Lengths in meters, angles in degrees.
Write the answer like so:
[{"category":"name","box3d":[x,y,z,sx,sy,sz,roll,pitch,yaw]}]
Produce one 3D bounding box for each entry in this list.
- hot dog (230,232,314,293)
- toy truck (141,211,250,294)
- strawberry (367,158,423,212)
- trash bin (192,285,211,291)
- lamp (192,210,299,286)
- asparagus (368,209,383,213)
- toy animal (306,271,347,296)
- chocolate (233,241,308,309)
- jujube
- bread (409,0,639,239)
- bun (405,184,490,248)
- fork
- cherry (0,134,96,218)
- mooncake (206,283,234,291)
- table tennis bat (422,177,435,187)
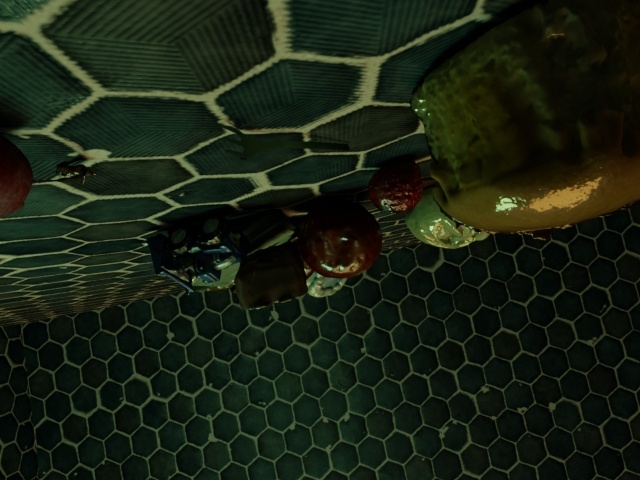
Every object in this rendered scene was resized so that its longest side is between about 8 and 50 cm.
[{"category":"hot dog","box3d":[-0.090,0.083,1.324,0.194,0.107,0.326,-23,167,-48]},{"category":"toy truck","box3d":[-0.260,0.034,1.026,0.208,0.126,0.113,-14,147,20]},{"category":"strawberry","box3d":[0.136,-0.100,0.882,0.106,0.106,0.106,-11,173,-1]},{"category":"trash bin","box3d":[-0.257,0.070,1.497,0.241,0.122,0.164,-8,173,-44]},{"category":"lamp","box3d":[-0.184,0.029,1.220,0.269,0.047,0.266,-34,169,5]},{"category":"asparagus","box3d":[0.134,-0.076,1.361,0.166,0.016,0.013,-11,140,8]},{"category":"toy animal","box3d":[-0.011,0.072,1.686,0.204,0.208,0.156,-2,130,-38]},{"category":"chocolate","box3d":[-0.108,0.069,1.065,0.149,0.093,0.214,-17,-170,-2]},{"category":"jujube","box3d":[0.049,-0.009,1.132,0.190,0.189,0.255,-13,-176,14]},{"category":"bread","box3d":[0.228,-0.109,0.469,0.262,0.204,0.162,-16,175,14]},{"category":"bun","box3d":[0.332,-0.062,1.208,0.259,0.159,0.259,-11,176,-1]},{"category":"fork","box3d":[-0.040,-0.121,0.638,0.021,0.039,0.235,-11,178,40]},{"category":"cherry","box3d":[-0.320,-0.060,0.483,0.107,0.090,0.225,-24,-179,4]},{"category":"mooncake","box3d":[-0.356,0.123,1.786,0.235,0.117,0.235,-12,176,-1]},{"category":"table tennis bat","box3d":[0.189,-0.117,1.126,0.157,0.013,0.087,-16,174,23]}]
